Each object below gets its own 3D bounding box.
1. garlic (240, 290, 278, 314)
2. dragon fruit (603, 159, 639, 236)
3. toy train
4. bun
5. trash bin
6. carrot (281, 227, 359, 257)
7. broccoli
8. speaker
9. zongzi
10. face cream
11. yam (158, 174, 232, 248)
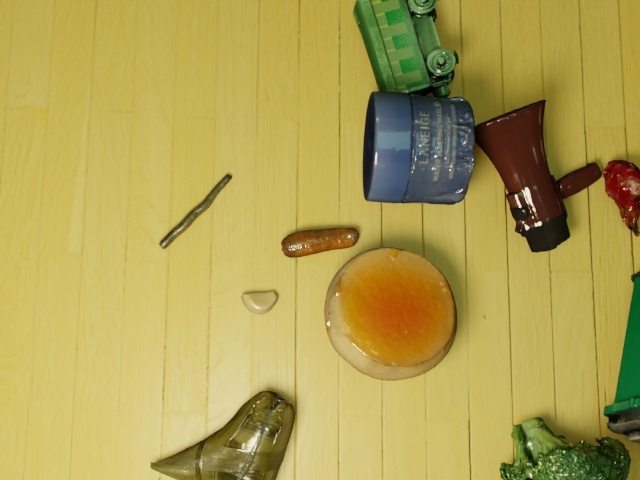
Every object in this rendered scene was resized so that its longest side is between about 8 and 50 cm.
[{"bbox_3d":[-0.138,0.143,1.722,0.083,0.041,0.053,-9,68,-11],"label":"garlic"},{"bbox_3d":[0.727,-0.103,1.758,0.094,0.094,0.191,-19,87,-4],"label":"dragon fruit"},{"bbox_3d":[0.206,-0.464,1.785,0.202,0.120,0.301,-16,82,0],"label":"toy train"},{"bbox_3d":[0.146,0.168,1.661,0.298,0.165,0.299,3,67,-8],"label":"bun"},{"bbox_3d":[0.781,0.257,1.625,0.259,0.295,0.381,13,71,1],"label":"trash bin"},{"bbox_3d":[0.000,0.000,1.738,0.186,0.060,0.060,-11,82,-5],"label":"carrot"},{"bbox_3d":[0.505,0.502,1.587,0.307,0.308,0.275,-19,58,-4],"label":"broccoli"},{"bbox_3d":[0.499,-0.162,1.751,0.259,0.198,0.330,-37,105,-46],"label":"speaker"},{"bbox_3d":[-0.208,0.426,1.636,0.274,0.125,0.251,18,82,7],"label":"zongzi"},{"bbox_3d":[0.215,-0.205,1.678,0.225,0.249,0.249,1,81,-4],"label":"face cream"},{"bbox_3d":[-0.289,-0.068,1.754,0.027,0.029,0.234,40,82,16],"label":"yam"}]
